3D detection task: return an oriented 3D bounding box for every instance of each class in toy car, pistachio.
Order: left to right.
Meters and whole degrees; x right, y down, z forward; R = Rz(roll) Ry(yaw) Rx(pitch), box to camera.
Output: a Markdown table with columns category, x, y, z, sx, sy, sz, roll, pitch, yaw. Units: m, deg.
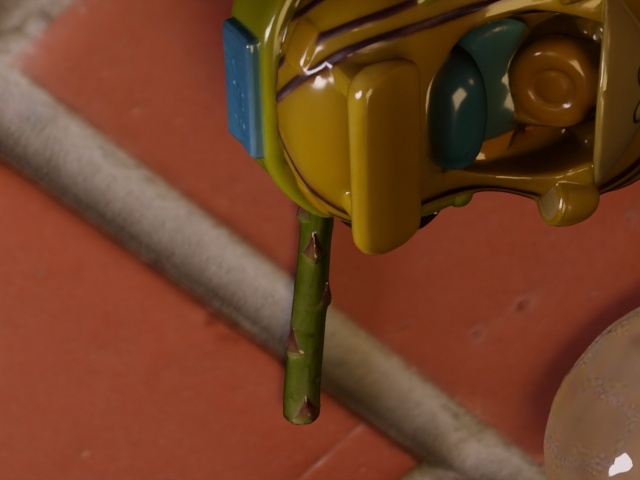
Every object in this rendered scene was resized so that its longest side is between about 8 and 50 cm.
| category | x | y | z | sx | sy | sz | roll | pitch | yaw |
| --- | --- | --- | --- | --- | --- | --- | --- | --- | --- |
| toy car | 0.086 | -0.085 | 0.820 | 0.248 | 0.142 | 0.200 | -21 | 130 | -19 |
| pistachio | 0.236 | 0.101 | 1.041 | 0.223 | 0.126 | 0.152 | -28 | 94 | 2 |

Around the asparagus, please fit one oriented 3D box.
| category | x | y | z | sx | sy | sz | roll | pitch | yaw |
| --- | --- | --- | --- | --- | --- | --- | --- | --- | --- |
| asparagus | 0.000 | 0.000 | 0.945 | 0.025 | 0.024 | 0.248 | -31 | 140 | -42 |
